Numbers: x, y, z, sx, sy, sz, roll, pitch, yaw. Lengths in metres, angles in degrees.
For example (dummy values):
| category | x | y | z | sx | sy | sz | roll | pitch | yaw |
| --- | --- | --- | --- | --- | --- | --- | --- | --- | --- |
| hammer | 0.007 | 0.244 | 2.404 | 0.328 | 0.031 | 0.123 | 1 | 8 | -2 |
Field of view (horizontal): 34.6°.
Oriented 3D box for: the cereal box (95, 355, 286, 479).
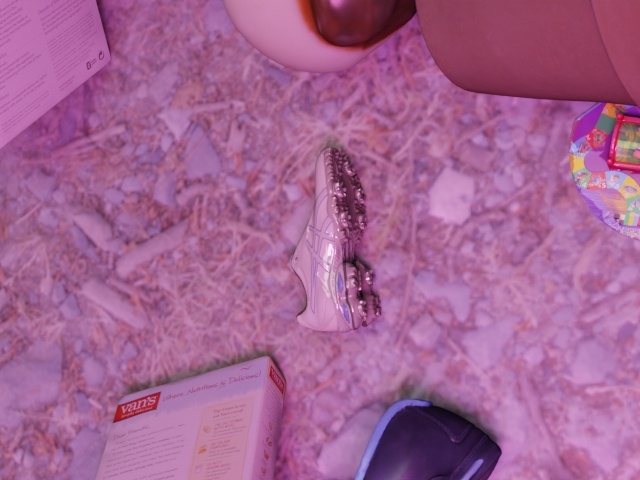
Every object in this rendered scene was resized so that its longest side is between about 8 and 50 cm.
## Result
| category | x | y | z | sx | sy | sz | roll | pitch | yaw |
| --- | --- | --- | --- | --- | --- | --- | --- | --- | --- |
| cereal box | -0.125 | 0.221 | 0.920 | 0.173 | 0.047 | 0.240 | -17 | 36 | 20 |

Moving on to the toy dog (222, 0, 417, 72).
| category | x | y | z | sx | sy | sz | roll | pitch | yaw |
| --- | --- | --- | --- | --- | --- | --- | --- | --- | --- |
| toy dog | -0.072 | -0.327 | 0.882 | 0.408 | 0.284 | 0.395 | 41 | 72 | -10 |

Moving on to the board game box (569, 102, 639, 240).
| category | x | y | z | sx | sy | sz | roll | pitch | yaw |
| --- | --- | --- | --- | --- | --- | --- | --- | --- | --- |
| board game box | 0.292 | -0.084 | 0.869 | 0.168 | 0.033 | 0.133 | -35 | 71 | 14 |

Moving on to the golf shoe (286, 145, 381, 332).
| category | x | y | z | sx | sy | sz | roll | pitch | yaw |
| --- | --- | --- | --- | --- | --- | --- | --- | --- | --- |
| golf shoe | 0.000 | 0.000 | 0.964 | 0.086 | 0.069 | 0.176 | -11 | 77 | 27 |

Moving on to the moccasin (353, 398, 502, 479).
| category | x | y | z | sx | sy | sz | roll | pitch | yaw |
| --- | --- | --- | --- | --- | --- | --- | --- | --- | --- |
| moccasin | 0.054 | 0.307 | 0.859 | 0.116 | 0.137 | 0.342 | 19 | 91 | 20 |

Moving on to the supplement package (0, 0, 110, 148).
| category | x | y | z | sx | sy | sz | roll | pitch | yaw |
| --- | --- | --- | --- | --- | --- | --- | --- | --- | --- |
| supplement package | -0.369 | -0.261 | 1.017 | 0.198 | 0.199 | 0.263 | 11 | 130 | 24 |

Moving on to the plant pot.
| category | x | y | z | sx | sy | sz | roll | pitch | yaw |
| --- | --- | --- | --- | --- | --- | --- | --- | --- | --- |
| plant pot | 0.206 | -0.214 | 0.825 | 0.229 | 0.263 | 0.263 | -4 | 81 | 39 |
